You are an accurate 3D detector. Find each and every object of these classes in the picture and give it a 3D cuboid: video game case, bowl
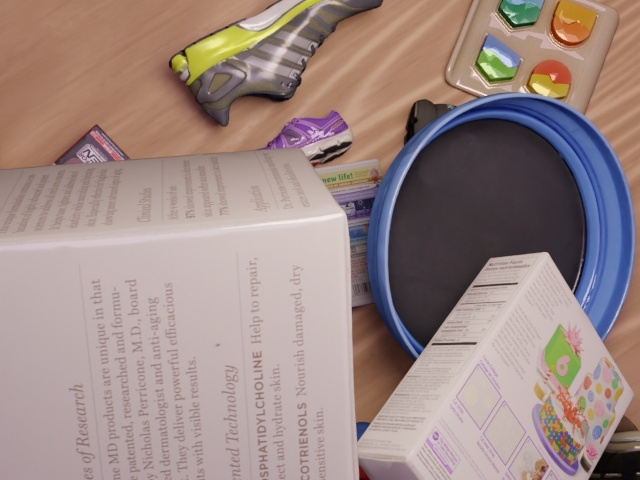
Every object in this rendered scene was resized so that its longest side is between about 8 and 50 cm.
[{"bbox_3d":[0.000,0.000,1.380,0.212,0.023,0.193,-11,84,-19],"label":"video game case"},{"bbox_3d":[0.233,0.007,1.336,0.391,0.077,0.391,-2,95,-26],"label":"bowl"}]

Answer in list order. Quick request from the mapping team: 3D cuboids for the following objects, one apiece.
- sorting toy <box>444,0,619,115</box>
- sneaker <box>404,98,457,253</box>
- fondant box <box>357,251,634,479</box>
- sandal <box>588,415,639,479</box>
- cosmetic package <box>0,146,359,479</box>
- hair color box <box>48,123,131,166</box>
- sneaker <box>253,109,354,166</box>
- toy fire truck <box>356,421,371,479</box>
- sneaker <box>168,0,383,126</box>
[{"bbox_3d":[0.300,-0.273,1.451,0.208,0.038,0.193,22,83,-3],"label":"sorting toy"},{"bbox_3d":[0.167,-0.057,1.388,0.106,0.101,0.267,4,85,-8],"label":"sneaker"},{"bbox_3d":[0.212,0.209,1.202,0.330,0.096,0.238,-48,114,-32],"label":"fondant box"},{"bbox_3d":[0.386,0.273,1.385,0.303,0.120,0.086,4,42,2],"label":"sandal"},{"bbox_3d":[-0.181,0.096,1.134,0.394,0.329,0.327,-5,107,-6],"label":"cosmetic package"},{"bbox_3d":[-0.322,-0.079,1.369,0.141,0.043,0.072,-45,91,-7],"label":"hair color box"},{"bbox_3d":[-0.041,-0.128,1.402,0.170,0.068,0.071,-20,72,-16],"label":"sneaker"},{"bbox_3d":[0.083,0.365,1.287,0.302,0.169,0.253,20,66,-29],"label":"toy fire truck"},{"bbox_3d":[-0.046,-0.256,1.394,0.300,0.111,0.121,-27,98,-2],"label":"sneaker"}]
